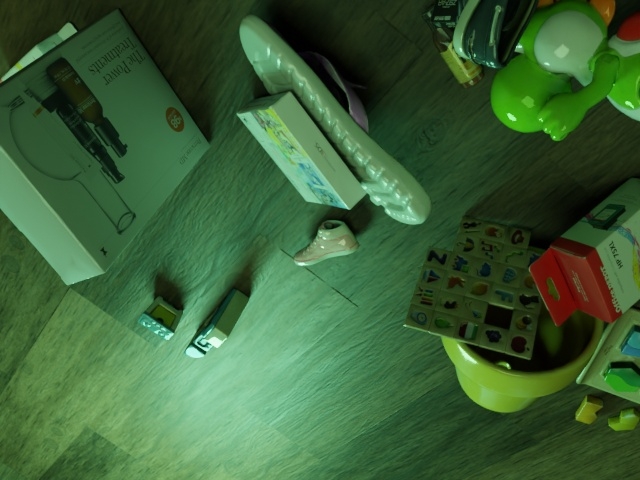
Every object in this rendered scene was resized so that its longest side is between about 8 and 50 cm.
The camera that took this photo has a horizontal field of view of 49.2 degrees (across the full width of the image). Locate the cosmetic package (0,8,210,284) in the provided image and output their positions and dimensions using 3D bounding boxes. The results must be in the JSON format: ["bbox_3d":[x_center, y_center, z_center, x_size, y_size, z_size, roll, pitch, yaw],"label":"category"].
[{"bbox_3d":[-0.357,-0.160,1.102,0.097,0.377,0.284,-15,121,30],"label":"cosmetic package"}]

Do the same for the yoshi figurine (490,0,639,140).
[{"bbox_3d":[0.376,-0.191,0.918,0.362,0.203,0.203,29,172,28],"label":"yoshi figurine"}]

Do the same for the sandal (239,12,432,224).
[{"bbox_3d":[0.035,-0.197,1.102,0.416,0.102,0.169,48,166,-12],"label":"sandal"}]

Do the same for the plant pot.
[{"bbox_3d":[0.329,0.176,1.210,0.254,0.254,0.239,11,144,12],"label":"plant pot"}]

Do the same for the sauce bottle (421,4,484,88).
[{"bbox_3d":[0.192,-0.283,1.022,0.042,0.042,0.128,-26,116,34],"label":"sauce bottle"}]

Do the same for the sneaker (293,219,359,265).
[{"bbox_3d":[0.000,0.000,1.310,0.134,0.051,0.070,-15,118,26],"label":"sneaker"}]

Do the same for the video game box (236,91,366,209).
[{"bbox_3d":[-0.035,-0.146,1.143,0.205,0.048,0.187,51,169,-21],"label":"video game box"}]

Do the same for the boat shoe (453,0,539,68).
[{"bbox_3d":[0.256,-0.337,0.867,0.079,0.095,0.254,38,102,41],"label":"boat shoe"}]

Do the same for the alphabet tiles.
[{"bbox_3d":[0.263,0.064,1.139,0.198,0.237,0.009,14,147,14],"label":"alphabet tiles"}]

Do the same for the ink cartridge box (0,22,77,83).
[{"bbox_3d":[-0.482,-0.287,1.253,0.198,0.067,0.115,-26,113,34],"label":"ink cartridge box"}]

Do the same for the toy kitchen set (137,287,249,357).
[{"bbox_3d":[-0.286,0.168,1.498,0.166,0.122,0.207,36,130,-9],"label":"toy kitchen set"}]

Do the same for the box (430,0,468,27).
[{"bbox_3d":[0.198,-0.326,0.959,0.083,0.067,0.018,13,174,36],"label":"box"}]

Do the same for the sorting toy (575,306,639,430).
[{"bbox_3d":[0.604,0.267,1.296,0.229,0.041,0.307,16,130,8],"label":"sorting toy"}]

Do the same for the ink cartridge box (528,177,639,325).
[{"bbox_3d":[0.440,0.026,1.056,0.134,0.231,0.078,57,167,-25],"label":"ink cartridge box"}]
